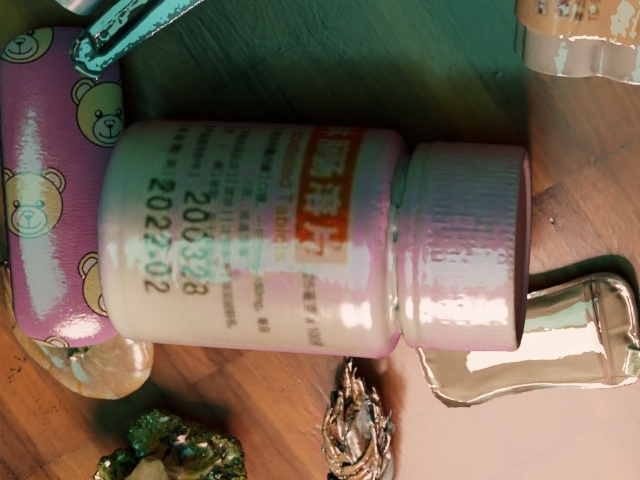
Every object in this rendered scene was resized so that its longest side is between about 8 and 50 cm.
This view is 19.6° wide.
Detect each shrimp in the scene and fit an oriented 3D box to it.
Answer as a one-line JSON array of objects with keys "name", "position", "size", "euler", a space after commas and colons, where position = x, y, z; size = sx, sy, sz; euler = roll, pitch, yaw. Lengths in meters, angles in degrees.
[{"name": "shrimp", "position": [-0.271, 0.057, 1.923], "size": [0.145, 0.059, 0.254], "euler": [-28, 106, 28]}, {"name": "shrimp", "position": [0.034, 0.199, 1.915], "size": [0.090, 0.079, 0.233], "euler": [17, 121, 47]}]

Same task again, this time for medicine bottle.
[{"name": "medicine bottle", "position": [0.000, 0.000, 1.748], "size": [0.388, 0.219, 0.219], "euler": [4, 115, 12]}]

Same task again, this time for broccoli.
[{"name": "broccoli", "position": [-0.160, 0.256, 1.952], "size": [0.162, 0.138, 0.146], "euler": [15, 85, 19]}]

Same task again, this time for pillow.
[{"name": "pillow", "position": [0.208, 0.102, 1.851], "size": [0.232, 0.038, 0.131], "euler": [-9, 115, 17]}]

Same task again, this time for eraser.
[{"name": "eraser", "position": [0.263, -0.289, 1.635], "size": [0.171, 0.087, 0.291], "euler": [8, 115, 11]}]

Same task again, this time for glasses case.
[{"name": "glasses case", "position": [-0.251, -0.052, 1.818], "size": [0.123, 0.076, 0.316], "euler": [-5, 98, -13]}]

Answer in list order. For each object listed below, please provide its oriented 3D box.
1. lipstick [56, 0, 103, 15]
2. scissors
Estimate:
[{"name": "lipstick", "position": [-0.159, -0.326, 1.718], "size": [0.068, 0.061, 0.274], "euler": [43, 116, 1]}, {"name": "scissors", "position": [-0.077, -0.271, 1.721], "size": [0.393, 0.032, 0.180], "euler": [-34, 104, 15]}]
